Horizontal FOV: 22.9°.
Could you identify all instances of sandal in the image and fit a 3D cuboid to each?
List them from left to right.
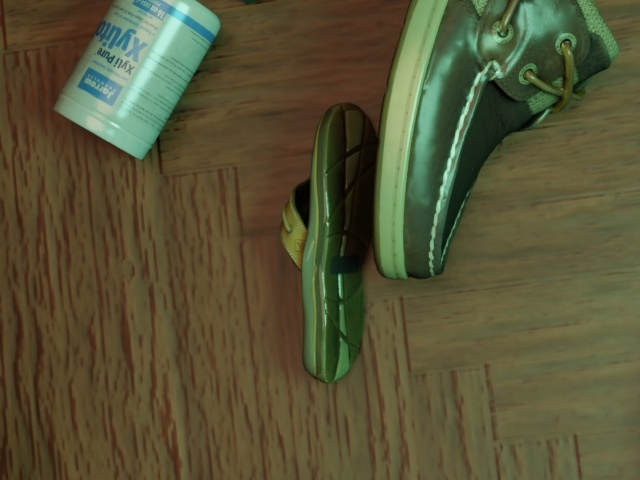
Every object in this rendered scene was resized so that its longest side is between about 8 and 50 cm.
[{"bbox_3d":[0.000,0.000,1.008,0.049,0.072,0.180,5,89,30],"label":"sandal"}]

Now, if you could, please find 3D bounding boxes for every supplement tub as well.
[{"bbox_3d":[-0.119,-0.114,1.028,0.071,0.071,0.107,29,88,10],"label":"supplement tub"}]

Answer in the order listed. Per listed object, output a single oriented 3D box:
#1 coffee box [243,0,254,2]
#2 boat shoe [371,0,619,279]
[{"bbox_3d":[-0.018,-0.259,1.043,0.113,0.040,0.184,-10,83,7],"label":"coffee box"},{"bbox_3d":[0.123,-0.130,0.973,0.123,0.123,0.342,17,81,11],"label":"boat shoe"}]
